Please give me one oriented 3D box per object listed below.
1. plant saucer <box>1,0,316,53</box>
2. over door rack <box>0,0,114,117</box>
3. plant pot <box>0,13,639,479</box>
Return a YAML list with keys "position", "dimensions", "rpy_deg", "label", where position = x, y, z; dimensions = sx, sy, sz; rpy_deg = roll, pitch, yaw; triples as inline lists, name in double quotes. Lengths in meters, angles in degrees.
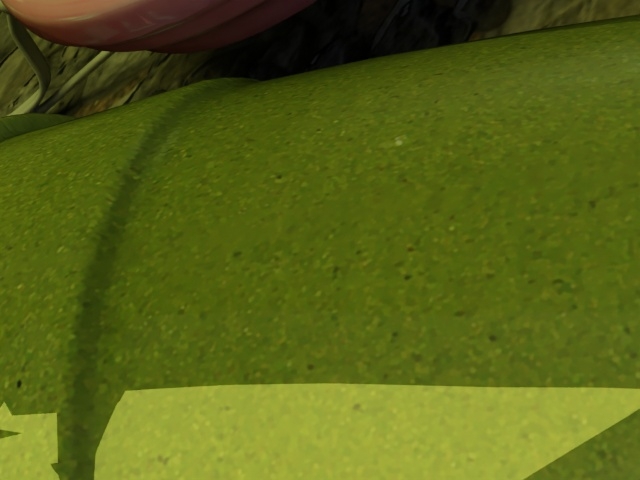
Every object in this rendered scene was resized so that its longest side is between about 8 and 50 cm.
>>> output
- position: [-0.040, -0.226, 1.037]
  dimensions: [0.332, 0.084, 0.332]
  rpy_deg: [-26, 37, 22]
  label: "plant saucer"
- position: [-0.165, -0.065, 1.122]
  dimensions: [0.324, 0.108, 0.239]
  rpy_deg: [-20, 42, 36]
  label: "over door rack"
- position: [0.122, 0.087, 0.441]
  dimensions: [0.353, 0.366, 0.366]
  rpy_deg: [-19, 41, 21]
  label: "plant pot"
